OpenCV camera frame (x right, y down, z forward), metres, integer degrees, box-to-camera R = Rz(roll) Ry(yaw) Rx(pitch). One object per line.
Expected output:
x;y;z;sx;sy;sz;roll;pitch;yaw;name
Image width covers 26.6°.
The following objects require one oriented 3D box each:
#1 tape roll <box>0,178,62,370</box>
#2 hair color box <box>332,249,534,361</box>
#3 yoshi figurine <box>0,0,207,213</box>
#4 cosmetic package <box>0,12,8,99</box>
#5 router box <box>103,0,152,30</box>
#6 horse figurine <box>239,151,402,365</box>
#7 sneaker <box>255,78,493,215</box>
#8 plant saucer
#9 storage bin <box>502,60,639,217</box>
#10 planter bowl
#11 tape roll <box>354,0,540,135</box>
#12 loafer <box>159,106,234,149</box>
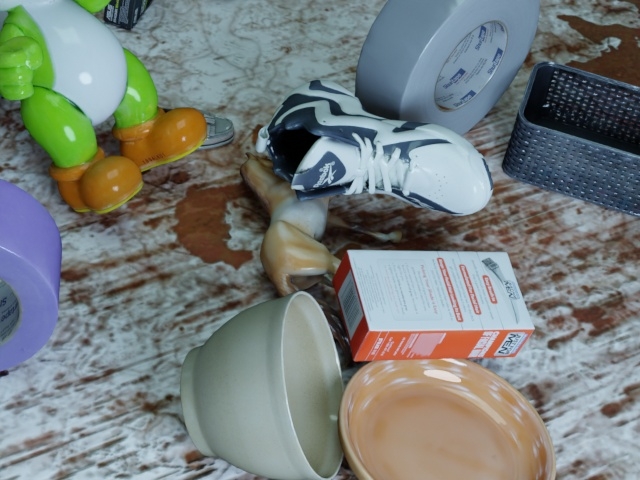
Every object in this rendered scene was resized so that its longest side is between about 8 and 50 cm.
-0.321;0.031;1.174;0.189;0.189;0.080;2;46;-8;tape roll
0.104;0.060;1.256;0.167;0.053;0.093;1;51;-20;hair color box
-0.241;-0.219;1.306;0.203;0.362;0.203;-27;17;2;yoshi figurine
-0.528;-0.193;1.400;0.377;0.097;0.284;17;47;-2;cosmetic package
-0.214;-0.321;1.583;0.038;0.122;0.092;21;46;4;router box
0.000;0.000;1.351;0.175;0.066;0.263;13;42;-8;horse figurine
0.041;-0.071;1.329;0.235;0.094;0.153;33;38;14;sneaker
0.108;0.181;1.199;0.200;0.037;0.200;12;41;-10;plant saucer
0.304;-0.112;1.503;0.180;0.084;0.122;17;46;7;storage bin
-0.054;0.131;1.165;0.109;0.162;0.162;-10;43;16;planter bowl
0.138;-0.206;1.468;0.219;0.219;0.072;-30;57;-33;tape roll
-0.154;-0.126;1.461;0.125;0.039;0.045;0;46;-10;loafer
